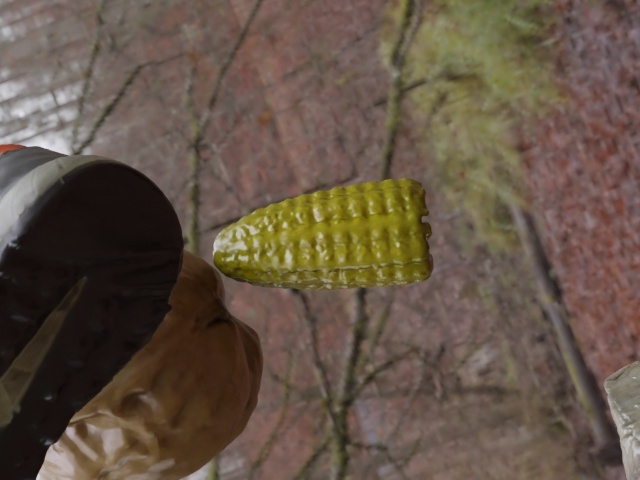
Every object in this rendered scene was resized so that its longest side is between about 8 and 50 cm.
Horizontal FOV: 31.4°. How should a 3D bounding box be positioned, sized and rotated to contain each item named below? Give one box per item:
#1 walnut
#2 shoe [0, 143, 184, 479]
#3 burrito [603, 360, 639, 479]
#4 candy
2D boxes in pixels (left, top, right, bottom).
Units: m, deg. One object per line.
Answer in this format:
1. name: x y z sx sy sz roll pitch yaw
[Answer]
1. walnut: -0.187 0.126 1.047 0.224 0.257 0.257 57 -177 -1
2. shoe: -0.222 0.082 0.609 0.171 0.336 0.132 32 179 44
3. burrito: 0.175 0.112 0.570 0.188 0.045 0.058 -72 -33 -69
4. candy: 0.000 0.000 1.034 0.106 0.199 0.094 76 -171 -80
